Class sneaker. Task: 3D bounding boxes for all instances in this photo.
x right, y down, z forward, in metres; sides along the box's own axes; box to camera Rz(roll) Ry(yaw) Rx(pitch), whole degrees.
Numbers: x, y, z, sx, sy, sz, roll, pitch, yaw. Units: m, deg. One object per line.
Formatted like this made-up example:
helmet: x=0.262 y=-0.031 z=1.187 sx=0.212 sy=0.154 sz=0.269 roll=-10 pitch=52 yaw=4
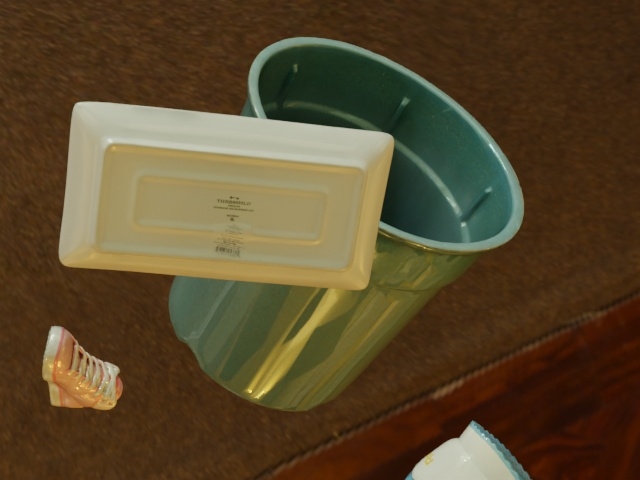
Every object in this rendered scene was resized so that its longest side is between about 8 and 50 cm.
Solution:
sneaker: x=-0.221 y=0.121 z=1.187 sx=0.070 sy=0.134 sz=0.051 roll=7 pitch=60 yaw=-2
sneaker: x=0.139 y=0.237 z=0.846 sx=0.092 sy=0.228 sz=0.087 roll=-38 pitch=155 yaw=6

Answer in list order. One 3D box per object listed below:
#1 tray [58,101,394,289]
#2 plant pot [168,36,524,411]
tray: x=-0.076 y=-0.031 z=1.056 sx=0.270 sy=0.030 sz=0.145 roll=5 pitch=110 yaw=-13
plant pot: x=0.000 y=0.000 z=1.471 sx=0.341 sy=0.341 sz=0.334 roll=18 pitch=128 yaw=-23
